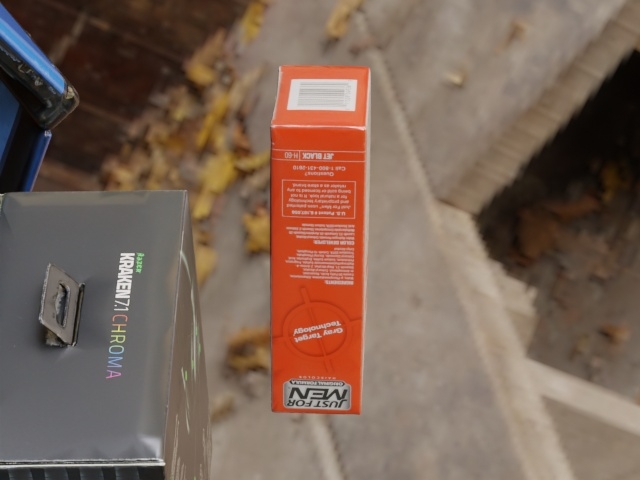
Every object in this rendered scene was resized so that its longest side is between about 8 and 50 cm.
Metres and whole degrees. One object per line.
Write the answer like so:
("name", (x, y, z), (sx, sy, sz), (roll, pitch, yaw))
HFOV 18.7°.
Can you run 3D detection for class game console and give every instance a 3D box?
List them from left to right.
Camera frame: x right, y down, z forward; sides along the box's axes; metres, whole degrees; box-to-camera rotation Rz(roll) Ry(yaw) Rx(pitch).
("game console", (-0.334, -0.149, 1.557), (0.173, 0.250, 0.293), (-44, 47, 1))

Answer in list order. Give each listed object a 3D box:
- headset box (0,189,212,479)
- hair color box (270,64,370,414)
("headset box", (-0.148, 0.135, 1.281), (0.246, 0.131, 0.283), (-89, -1, -46))
("hair color box", (0.000, 0.000, 0.861), (0.072, 0.043, 0.141), (-84, -5, -64))
